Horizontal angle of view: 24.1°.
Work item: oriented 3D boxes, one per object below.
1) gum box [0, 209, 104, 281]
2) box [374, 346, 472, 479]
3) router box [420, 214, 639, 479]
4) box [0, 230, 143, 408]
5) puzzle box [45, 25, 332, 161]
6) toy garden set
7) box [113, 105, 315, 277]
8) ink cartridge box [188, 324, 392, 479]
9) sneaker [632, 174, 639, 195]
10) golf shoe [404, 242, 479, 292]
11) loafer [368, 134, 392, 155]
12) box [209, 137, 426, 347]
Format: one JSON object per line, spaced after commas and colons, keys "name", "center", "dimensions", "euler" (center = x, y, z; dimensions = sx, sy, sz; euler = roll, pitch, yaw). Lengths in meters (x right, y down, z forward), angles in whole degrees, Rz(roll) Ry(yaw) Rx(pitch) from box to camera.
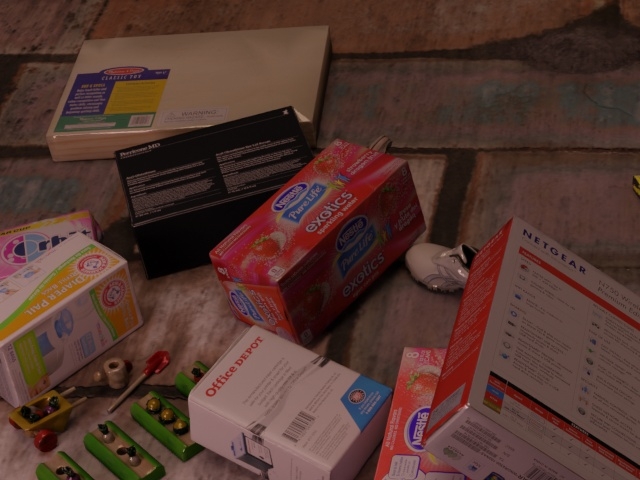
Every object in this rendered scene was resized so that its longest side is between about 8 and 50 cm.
{"name": "gum box", "center": [-0.380, 0.030, 2.010], "dimensions": [0.188, 0.062, 0.107], "euler": [-14, 39, -5]}
{"name": "box", "center": [0.141, 0.262, 1.552], "dimensions": [0.154, 0.142, 0.300], "euler": [1, 40, 13]}
{"name": "router box", "center": [0.288, 0.172, 1.527], "dimensions": [0.335, 0.082, 0.301], "euler": [33, 40, -8]}
{"name": "box", "center": [-0.338, 0.097, 1.877], "dimensions": [0.103, 0.114, 0.203], "euler": [28, 51, 37]}
{"name": "puzzle box", "center": [-0.195, -0.229, 2.301], "dimensions": [0.409, 0.052, 0.272], "euler": [-2, 40, 10]}
{"name": "toy garden set", "center": [-0.236, 0.203, 1.776], "dimensions": [0.244, 0.049, 0.204], "euler": [-33, 44, -27]}
{"name": "box", "center": [-0.136, -0.070, 2.052], "dimensions": [0.261, 0.103, 0.184], "euler": [-15, 41, -6]}
{"name": "ink cartridge box", "center": [-0.034, 0.197, 1.696], "dimensions": [0.191, 0.082, 0.139], "euler": [23, 48, 22]}
{"name": "sneaker", "center": [0.444, -0.065, 1.982], "dimensions": [0.035, 0.031, 0.083], "euler": [-16, 39, -9]}
{"name": "golf shoe", "center": [0.176, 0.028, 1.881], "dimensions": [0.176, 0.086, 0.069], "euler": [26, 52, 38]}
{"name": "loafer", "center": [0.071, -0.096, 2.096], "dimensions": [0.039, 0.045, 0.125], "euler": [28, 57, 16]}
{"name": "box", "center": [0.000, 0.000, 1.898], "dimensions": [0.128, 0.122, 0.257], "euler": [21, 53, 40]}
